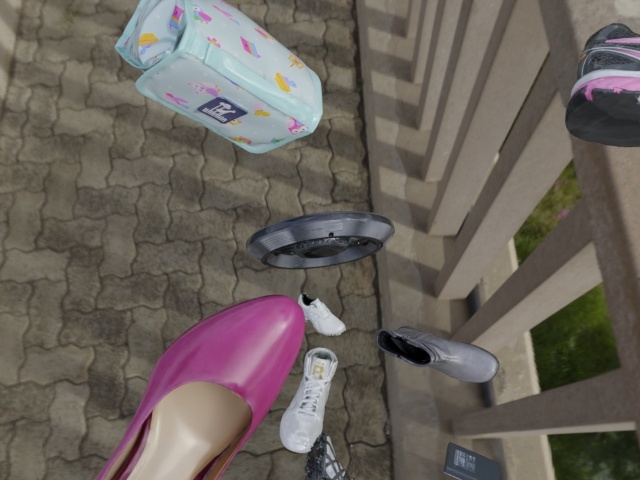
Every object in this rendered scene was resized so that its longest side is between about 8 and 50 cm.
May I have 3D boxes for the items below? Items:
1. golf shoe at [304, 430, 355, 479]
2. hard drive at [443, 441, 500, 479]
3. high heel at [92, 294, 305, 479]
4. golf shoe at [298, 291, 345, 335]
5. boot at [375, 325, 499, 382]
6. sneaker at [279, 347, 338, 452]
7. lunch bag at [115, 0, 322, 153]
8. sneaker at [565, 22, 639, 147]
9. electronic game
[{"bbox_3d":[0.022,0.484,1.213,0.094,0.198,0.077,27,116,-18],"label":"golf shoe"},{"bbox_3d":[0.375,0.560,1.463,0.135,0.094,0.022,21,118,8],"label":"hard drive"},{"bbox_3d":[-0.129,0.217,0.519,0.127,0.181,0.377,38,92,-23],"label":"high heel"},{"bbox_3d":[-0.003,0.214,1.733,0.176,0.086,0.069,25,42,32],"label":"golf shoe"},{"bbox_3d":[0.336,0.340,1.715,0.338,0.223,0.118,13,89,21],"label":"boot"},{"bbox_3d":[-0.027,0.378,1.482,0.108,0.292,0.169,12,110,4],"label":"sneaker"},{"bbox_3d":[-0.136,-0.234,0.811,0.160,0.223,0.262,-56,39,10],"label":"lunch bag"},{"bbox_3d":[0.244,-0.097,0.360,0.178,0.072,0.077,12,67,0],"label":"sneaker"},{"bbox_3d":[0.000,0.000,0.911,0.229,0.229,0.048,-8,75,0],"label":"electronic game"}]
